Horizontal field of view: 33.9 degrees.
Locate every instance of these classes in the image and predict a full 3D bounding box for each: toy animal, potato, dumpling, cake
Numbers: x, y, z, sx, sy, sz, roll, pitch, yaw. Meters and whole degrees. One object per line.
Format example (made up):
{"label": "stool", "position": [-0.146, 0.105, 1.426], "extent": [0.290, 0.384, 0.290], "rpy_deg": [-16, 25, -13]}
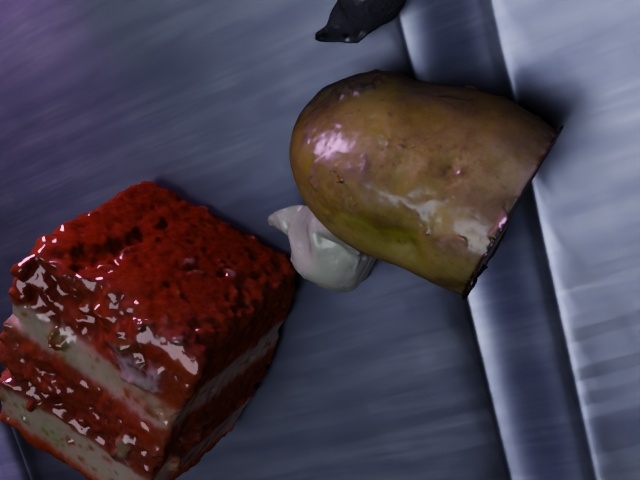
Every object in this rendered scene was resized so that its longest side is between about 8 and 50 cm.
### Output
{"label": "toy animal", "position": [0.056, -0.298, 1.117], "extent": [0.210, 0.121, 0.117], "rpy_deg": [-34, 72, 41]}
{"label": "potato", "position": [0.091, -0.079, 1.115], "extent": [0.266, 0.229, 0.229], "rpy_deg": [27, 121, 13]}
{"label": "dumpling", "position": [0.000, -0.001, 1.240], "extent": [0.134, 0.169, 0.099], "rpy_deg": [30, 100, 10]}
{"label": "cake", "position": [-0.226, 0.140, 1.349], "extent": [0.269, 0.270, 0.319], "rpy_deg": [30, 123, 16]}
